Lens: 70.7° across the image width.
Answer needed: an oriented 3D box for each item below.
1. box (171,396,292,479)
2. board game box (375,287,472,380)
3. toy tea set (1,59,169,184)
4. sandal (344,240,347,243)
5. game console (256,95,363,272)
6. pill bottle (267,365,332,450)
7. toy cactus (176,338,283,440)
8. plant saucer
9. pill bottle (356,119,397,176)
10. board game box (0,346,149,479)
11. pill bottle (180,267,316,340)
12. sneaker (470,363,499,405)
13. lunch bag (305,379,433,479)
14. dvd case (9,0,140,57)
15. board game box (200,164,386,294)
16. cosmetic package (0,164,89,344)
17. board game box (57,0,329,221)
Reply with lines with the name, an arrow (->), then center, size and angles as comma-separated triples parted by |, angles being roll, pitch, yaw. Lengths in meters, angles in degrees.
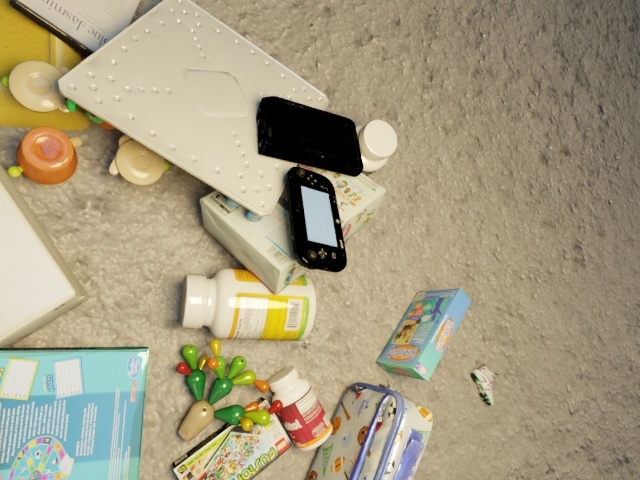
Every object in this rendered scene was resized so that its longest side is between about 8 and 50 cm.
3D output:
box -> -0.168, 0.419, 0.883 | 0.206, 0.036, 0.114 | -32, 94, -24
board game box -> 0.231, 0.208, 1.022 | 0.047, 0.160, 0.210 | 42, 69, -12
toy tea set -> -0.402, -0.194, 0.851 | 0.335, 0.124, 0.200 | 6, 84, -32
sandal -> 0.000, 0.000, 1.013 | 0.219, 0.060, 0.090 | -37, 96, -24
game console -> -0.005, -0.107, 0.834 | 0.212, 0.044, 0.362 | 8, 59, -28
pill bottle -> -0.045, 0.340, 0.922 | 0.086, 0.086, 0.152 | -29, 92, -24
toy cactus -> -0.198, 0.301, 0.853 | 0.219, 0.112, 0.181 | 39, 86, -4
plant saucer -> -0.603, -0.379, 0.811 | 0.332, 0.081, 0.334 | -2, 82, -24
pill bottle -> 0.092, -0.199, 1.020 | 0.107, 0.180, 0.108 | 4, 80, -23
board game box -> -0.472, 0.308, 0.749 | 0.335, 0.079, 0.254 | 5, 79, -22
pill bottle -> -0.144, 0.126, 0.889 | 0.245, 0.136, 0.137 | 7, 79, -22
sneaker -> 0.431, 0.363, 1.147 | 0.069, 0.038, 0.098 | -25, 92, -24
lunch bag -> 0.090, 0.426, 0.879 | 0.114, 0.243, 0.304 | 30, 72, -16
dvd case -> -0.448, -0.481, 0.866 | 0.180, 0.022, 0.253 | 31, 59, -42
board game box -> -0.050, -0.065, 0.913 | 0.224, 0.098, 0.303 | 41, 58, 20
cosmetic package -> -0.544, -0.027, 0.704 | 0.156, 0.217, 0.385 | -33, 93, -23
board game box -> -0.205, -0.269, 0.871 | 0.389, 0.050, 0.390 | 32, 50, -12
